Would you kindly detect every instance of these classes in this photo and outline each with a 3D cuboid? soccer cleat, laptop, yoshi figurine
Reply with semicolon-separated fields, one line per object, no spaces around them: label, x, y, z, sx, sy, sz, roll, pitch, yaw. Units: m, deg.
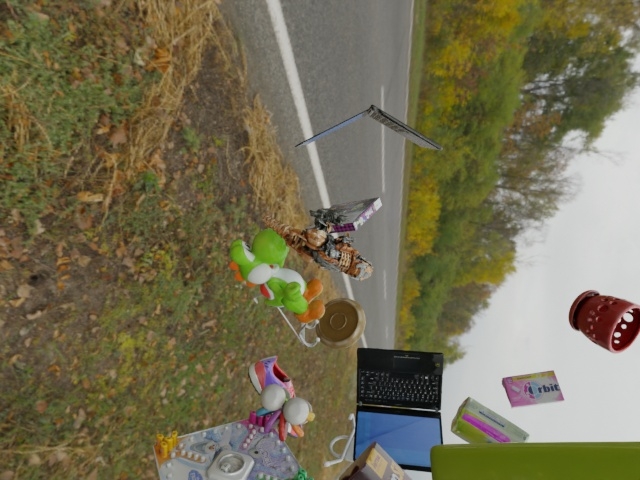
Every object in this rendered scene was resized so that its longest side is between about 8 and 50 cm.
soccer cleat;-0.134;0.560;1.465;0.318;0.117;0.108;60;7;-7
laptop;0.207;0.437;1.078;0.136;0.235;0.264;-46;137;-78
yoshi figurine;-0.111;0.095;1.286;0.362;0.204;0.203;42;65;-32
laptop;0.164;-0.342;1.469;0.236;0.408;0.382;-59;-176;15

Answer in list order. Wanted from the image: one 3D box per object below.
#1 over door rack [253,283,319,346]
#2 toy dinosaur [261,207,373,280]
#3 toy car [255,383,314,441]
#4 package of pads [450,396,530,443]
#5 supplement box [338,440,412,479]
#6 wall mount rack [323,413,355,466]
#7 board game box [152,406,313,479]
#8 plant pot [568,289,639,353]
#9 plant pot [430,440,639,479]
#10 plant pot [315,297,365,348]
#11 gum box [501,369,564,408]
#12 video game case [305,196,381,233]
over door rack;-0.113;0.237;1.622;0.324;0.108;0.239;47;17;-23
toy dinosaur;0.000;0.000;1.158;0.164;0.322;0.218;-43;-170;25
toy car;-0.116;0.526;1.243;0.136;0.182;0.159;-60;163;-18
package of pads;0.597;0.696;1.489;0.101;0.229;0.296;-51;151;-22
supplement box;0.104;0.371;0.522;0.080;0.188;0.104;-50;163;7
wall mount rack;0.172;0.812;1.578;0.304;0.350;0.130;-41;126;-60
board game box;-0.268;0.670;1.231;0.390;0.390;0.050;-3;105;-30
plant pot;1.017;0.284;1.477;0.174;0.191;0.191;31;-63;60
plant pot;0.226;0.276;0.291;0.228;0.227;0.207;44;41;-39
plant pot;0.081;0.359;1.812;0.032;0.237;0.236;54;46;-53
gum box;0.780;0.554;1.521;0.062;0.189;0.107;53;27;-57
video game case;0.088;-0.091;1.567;0.210;0.232;0.041;-43;117;-43
